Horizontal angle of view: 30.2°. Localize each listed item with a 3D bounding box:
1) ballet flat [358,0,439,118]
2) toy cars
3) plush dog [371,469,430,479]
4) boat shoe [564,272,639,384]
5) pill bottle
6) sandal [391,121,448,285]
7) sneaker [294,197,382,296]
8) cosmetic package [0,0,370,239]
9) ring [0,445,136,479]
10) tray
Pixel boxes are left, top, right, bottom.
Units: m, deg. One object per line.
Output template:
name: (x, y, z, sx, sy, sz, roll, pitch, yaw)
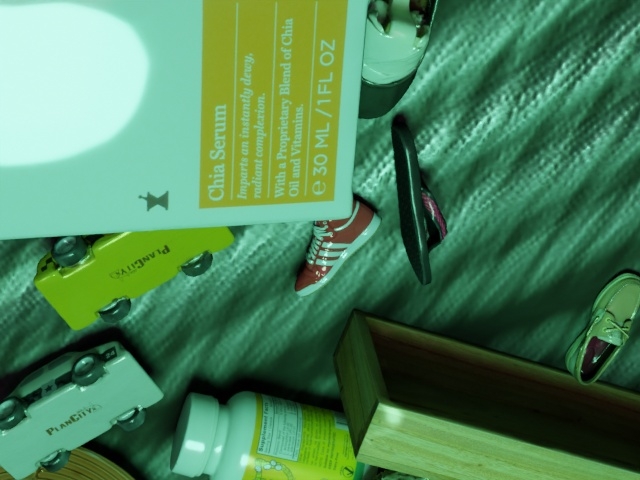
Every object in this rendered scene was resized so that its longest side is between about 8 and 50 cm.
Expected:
ballet flat: (0.068, -0.229, 1.074, 0.095, 0.096, 0.281, 8, 116, -10)
toy cars: (-0.229, 0.083, 1.214, 0.176, 0.087, 0.394, 11, 120, -28)
plush dog: (0.108, 0.340, 1.223, 0.262, 0.210, 0.225, -30, 101, -12)
boat shoe: (0.314, 0.100, 1.287, 0.050, 0.045, 0.135, 17, 114, -13)
pill bottle: (-0.051, 0.229, 1.283, 0.208, 0.118, 0.118, 15, 114, -13)
sandal: (0.104, -0.035, 1.195, 0.040, 0.067, 0.179, -13, 115, -11)
sneaker: (0.000, 0.000, 1.213, 0.067, 0.042, 0.118, 39, 100, -25)
cosmetic package: (-0.199, -0.137, 1.018, 0.453, 0.161, 0.230, -4, 117, -15)
ring: (-0.315, 0.383, 1.322, 0.336, 0.032, 0.337, 2, 101, 10)
tray: (0.224, 0.200, 1.240, 0.410, 0.203, 0.076, 16, 110, -12)
